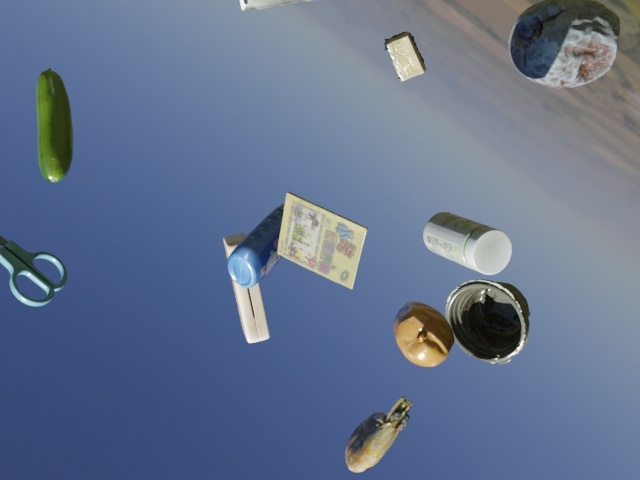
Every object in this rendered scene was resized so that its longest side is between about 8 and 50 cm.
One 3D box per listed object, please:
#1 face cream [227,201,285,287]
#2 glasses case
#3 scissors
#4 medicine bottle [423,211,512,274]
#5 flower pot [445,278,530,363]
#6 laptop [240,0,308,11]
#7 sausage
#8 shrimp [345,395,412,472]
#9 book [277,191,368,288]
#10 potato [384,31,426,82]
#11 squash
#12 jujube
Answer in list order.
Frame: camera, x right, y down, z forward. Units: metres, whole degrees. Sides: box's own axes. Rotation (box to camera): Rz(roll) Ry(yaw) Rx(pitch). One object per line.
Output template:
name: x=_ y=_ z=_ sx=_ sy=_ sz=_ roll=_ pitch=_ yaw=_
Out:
face cream: x=-0.112 y=-0.003 z=1.917 sx=0.083 sy=0.149 sz=0.264 roll=28 pitch=-130 yaw=17
glasses case: x=-0.236 y=0.150 z=2.599 sx=0.076 sy=0.336 sz=0.144 roll=-13 pitch=-166 yaw=-10
scissors: x=-0.896 y=-0.001 z=2.231 sx=0.447 sy=0.029 sz=0.192 roll=43 pitch=-146 yaw=-12
medicine bottle: x=0.274 y=0.003 z=1.541 sx=0.086 sy=0.086 sz=0.183 roll=30 pitch=180 yaw=-26
flower pot: x=0.462 y=0.195 z=2.158 sx=0.235 sy=0.235 sz=0.140 roll=42 pitch=-141 yaw=19
laptop: x=-0.077 y=-0.564 z=1.617 sx=0.269 sy=0.188 sz=0.015 roll=4 pitch=-159 yaw=39
sausage: x=0.223 y=0.204 z=1.777 sx=0.136 sy=0.120 sz=0.241 roll=43 pitch=-178 yaw=0
shrimp: x=0.167 y=0.551 z=2.376 sx=0.077 sy=0.317 sz=0.168 roll=26 pitch=-152 yaw=-23
book: x=0.000 y=0.000 z=1.728 sx=0.192 sy=0.168 sz=0.013 roll=25 pitch=-140 yaw=16
potato: x=0.224 y=-0.489 z=2.168 sx=0.061 sy=0.086 sz=0.122 roll=-85 pitch=-30 yaw=-65
squash: x=-0.632 y=-0.270 z=1.941 sx=0.082 sy=0.082 sz=0.292 roll=18 pitch=-123 yaw=-52
jujube: x=0.674 y=-0.545 z=2.234 sx=0.308 sy=0.246 sz=0.215 roll=3 pitch=-144 yaw=-32
